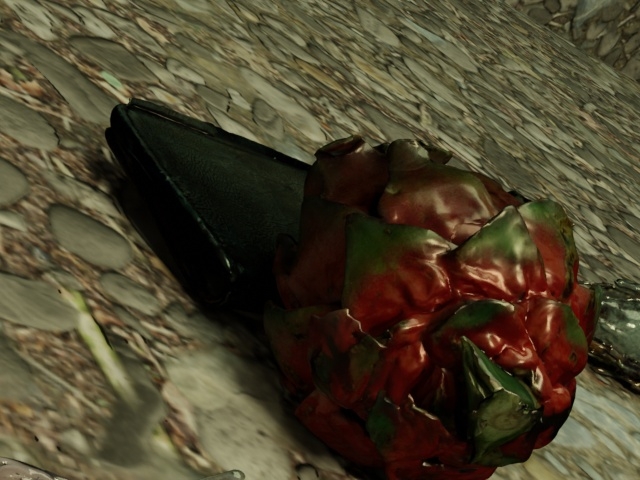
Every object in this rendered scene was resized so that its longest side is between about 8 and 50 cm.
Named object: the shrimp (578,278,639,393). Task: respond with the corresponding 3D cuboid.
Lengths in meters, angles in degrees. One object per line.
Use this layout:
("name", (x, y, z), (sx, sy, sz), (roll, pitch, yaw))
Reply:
("shrimp", (0.242, 0.071, 1.261), (0.233, 0.079, 0.090), (24, 59, -21))

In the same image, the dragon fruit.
("dragon fruit", (0.058, 0.036, 0.836), (0.182, 0.182, 0.188), (27, 61, -28))

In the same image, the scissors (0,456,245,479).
("scissors", (-0.071, 0.112, 0.646), (0.100, 0.015, 0.189), (39, 16, 16))

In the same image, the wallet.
("wallet", (0.000, 0.000, 1.021), (0.318, 0.045, 0.172), (14, 31, -52))
